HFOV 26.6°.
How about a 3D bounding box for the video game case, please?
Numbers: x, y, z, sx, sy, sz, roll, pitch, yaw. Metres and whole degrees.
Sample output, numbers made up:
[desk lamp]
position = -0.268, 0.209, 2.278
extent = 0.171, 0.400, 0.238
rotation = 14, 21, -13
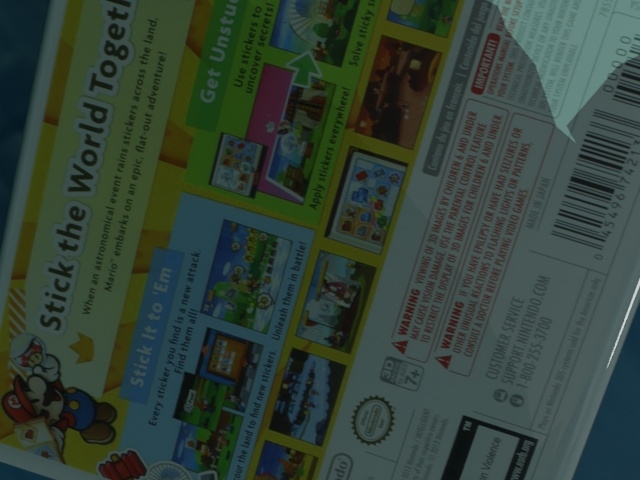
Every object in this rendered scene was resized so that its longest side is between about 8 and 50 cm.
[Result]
[video game case]
position = 0.000, 0.000, 0.446
extent = 0.206, 0.026, 0.227
rotation = 17, 110, 4
